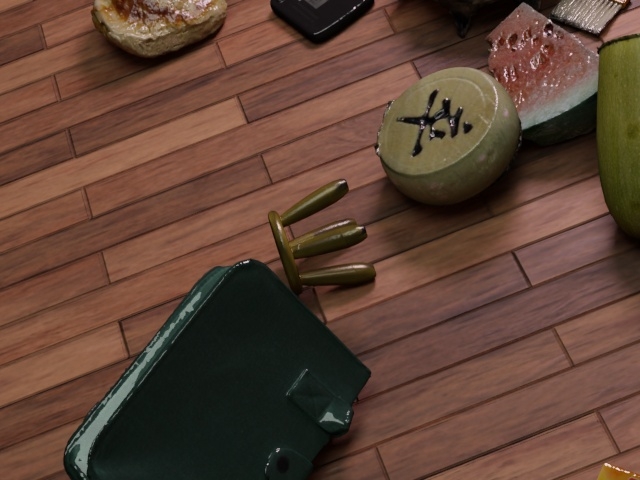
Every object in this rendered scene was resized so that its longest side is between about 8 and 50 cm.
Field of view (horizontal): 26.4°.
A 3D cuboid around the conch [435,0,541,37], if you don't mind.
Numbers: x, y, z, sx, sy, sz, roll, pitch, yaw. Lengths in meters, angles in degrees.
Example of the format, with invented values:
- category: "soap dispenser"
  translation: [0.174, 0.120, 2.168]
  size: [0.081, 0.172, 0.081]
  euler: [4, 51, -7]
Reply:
- category: "conch"
  translation: [0.241, -0.435, 1.960]
  size: [0.313, 0.186, 0.241]
  euler: [-18, 42, 26]

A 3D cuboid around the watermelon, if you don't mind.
- category: "watermelon"
  translation: [0.297, -0.231, 1.839]
  size: [0.154, 0.094, 0.241]
  euler: [-27, 49, 7]

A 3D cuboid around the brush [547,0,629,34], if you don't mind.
- category: "brush"
  translation: [0.446, -0.409, 1.969]
  size: [0.090, 0.017, 0.314]
  euler: [28, 64, 28]

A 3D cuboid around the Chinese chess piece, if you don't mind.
- category: "Chinese chess piece"
  translation: [0.164, -0.136, 1.761]
  size: [0.188, 0.083, 0.188]
  euler: [-21, 46, 24]

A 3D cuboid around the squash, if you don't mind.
- category: "squash"
  translation: [0.403, -0.118, 1.653]
  size: [0.132, 0.132, 0.247]
  euler: [-1, 83, 14]

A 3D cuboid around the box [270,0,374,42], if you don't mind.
- category: "box"
  translation: [0.005, -0.360, 2.041]
  size: [0.126, 0.027, 0.125]
  euler: [-38, 54, -14]

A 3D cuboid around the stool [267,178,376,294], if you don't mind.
- category: "stool"
  translation: [0.000, 0.000, 1.715]
  size: [0.110, 0.135, 0.134]
  euler: [-17, 95, -2]

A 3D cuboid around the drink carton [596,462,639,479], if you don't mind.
- category: "drink carton"
  translation: [0.293, 0.347, 1.394]
  size: [0.096, 0.071, 0.223]
  euler: [18, 60, 28]

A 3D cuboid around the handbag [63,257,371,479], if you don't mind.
- category: "handbag"
  translation: [-0.107, 0.200, 1.525]
  size: [0.326, 0.238, 0.089]
  euler: [-53, 16, -26]

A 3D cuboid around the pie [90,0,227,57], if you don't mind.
- category: "pie"
  translation: [-0.248, -0.363, 2.075]
  size: [0.205, 0.084, 0.179]
  euler: [-23, 51, -7]
